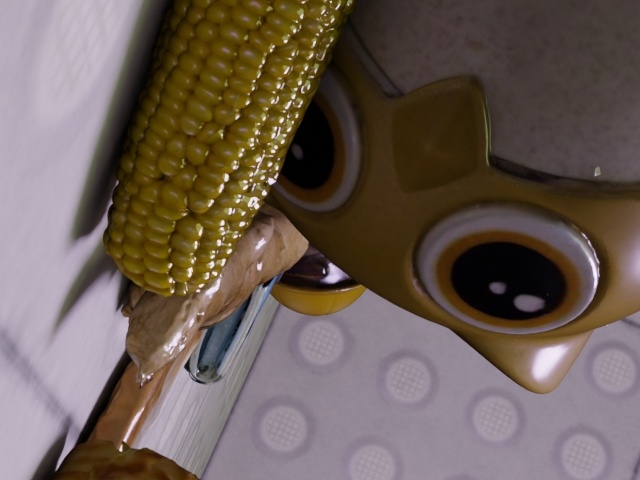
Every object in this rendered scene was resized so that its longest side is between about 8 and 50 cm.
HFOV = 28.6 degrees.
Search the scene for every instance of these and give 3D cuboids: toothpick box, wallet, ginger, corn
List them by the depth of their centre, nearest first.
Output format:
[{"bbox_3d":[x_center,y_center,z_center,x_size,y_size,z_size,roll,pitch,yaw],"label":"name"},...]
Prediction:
[{"bbox_3d":[-0.042,-0.111,0.698,0.310,0.101,0.101,-64,178,15],"label":"corn"},{"bbox_3d":[0.144,-0.141,0.866,0.425,0.409,0.409,-58,-179,23],"label":"toothpick box"},{"bbox_3d":[-0.086,0.029,0.931,0.148,0.081,0.333,-22,-177,6],"label":"ginger"},{"bbox_3d":[-0.084,0.041,1.525,0.176,0.075,0.250,-64,180,32],"label":"wallet"}]

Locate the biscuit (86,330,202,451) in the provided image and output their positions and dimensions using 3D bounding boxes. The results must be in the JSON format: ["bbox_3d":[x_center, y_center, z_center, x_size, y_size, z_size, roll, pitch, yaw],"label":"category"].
[{"bbox_3d":[-0.184,0.192,1.123,0.204,0.040,0.309,107,7,-74],"label":"biscuit"}]

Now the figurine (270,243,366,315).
[{"bbox_3d":[-0.001,0.004,1.795,0.257,0.192,0.167,100,0,-56],"label":"figurine"}]

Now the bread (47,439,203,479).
[{"bbox_3d":[-0.127,0.266,0.961,0.181,0.222,0.096,-63,178,26],"label":"bread"}]
